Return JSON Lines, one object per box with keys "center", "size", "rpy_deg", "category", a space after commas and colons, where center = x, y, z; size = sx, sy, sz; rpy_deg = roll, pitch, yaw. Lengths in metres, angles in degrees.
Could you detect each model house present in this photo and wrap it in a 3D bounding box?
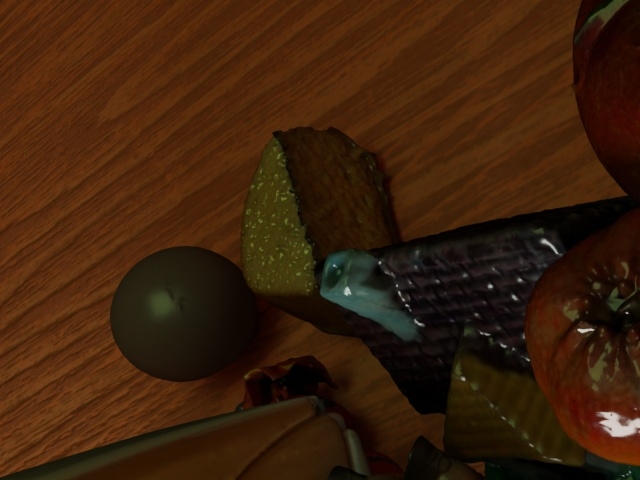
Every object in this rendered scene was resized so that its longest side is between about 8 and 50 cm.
{"center": [0.152, 0.069, 1.092], "size": [0.280, 0.249, 0.230], "rpy_deg": [-14, 63, 51], "category": "model house"}

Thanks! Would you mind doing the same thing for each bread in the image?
{"center": [-0.003, 0.010, 1.447], "size": [0.134, 0.129, 0.260], "rpy_deg": [-55, 35, 32], "category": "bread"}

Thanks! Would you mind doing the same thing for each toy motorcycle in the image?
{"center": [-0.018, 0.211, 1.395], "size": [0.171, 0.089, 0.298], "rpy_deg": [-64, 34, 12], "category": "toy motorcycle"}

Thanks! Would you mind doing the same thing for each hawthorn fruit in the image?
{"center": [0.246, 0.093, 0.940], "size": [0.165, 0.285, 0.165], "rpy_deg": [-25, 46, 29], "category": "hawthorn fruit"}

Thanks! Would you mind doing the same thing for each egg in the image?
{"center": [-0.151, 0.080, 1.597], "size": [0.199, 0.146, 0.146], "rpy_deg": [-7, 68, 58], "category": "egg"}

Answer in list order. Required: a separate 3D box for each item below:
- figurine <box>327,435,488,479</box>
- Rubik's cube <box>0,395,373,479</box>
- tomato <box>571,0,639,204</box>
{"center": [0.073, 0.278, 1.047], "size": [0.192, 0.167, 0.257], "rpy_deg": [-4, 43, 23], "category": "figurine"}
{"center": [-0.149, 0.340, 1.195], "size": [0.351, 0.347, 0.352], "rpy_deg": [-27, 80, 51], "category": "Rubik's cube"}
{"center": [0.317, -0.116, 0.946], "size": [0.303, 0.239, 0.303], "rpy_deg": [-23, 36, 18], "category": "tomato"}
